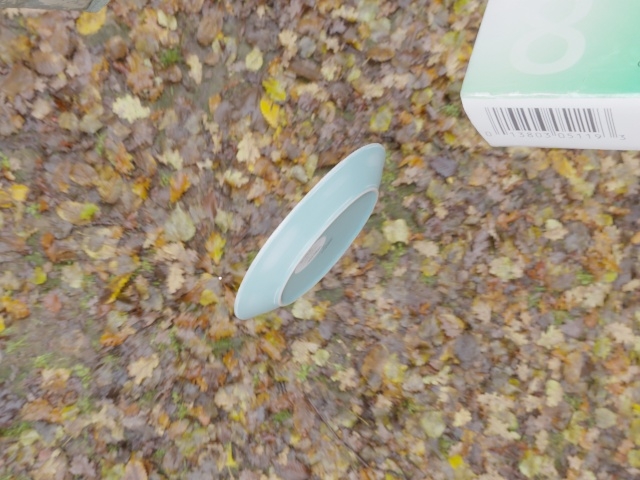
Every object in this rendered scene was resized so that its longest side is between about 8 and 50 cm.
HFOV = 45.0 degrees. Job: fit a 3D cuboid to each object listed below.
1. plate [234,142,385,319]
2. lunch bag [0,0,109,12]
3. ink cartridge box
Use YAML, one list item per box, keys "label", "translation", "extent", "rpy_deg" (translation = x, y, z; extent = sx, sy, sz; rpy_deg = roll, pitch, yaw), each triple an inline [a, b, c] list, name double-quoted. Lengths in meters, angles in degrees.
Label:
- label: "plate"
  translation: [0.000, 0.000, 0.649]
  extent: [0.024, 0.188, 0.188]
  rpy_deg: [40, 83, 12]
- label: "lunch bag"
  translation: [-0.226, -0.318, 0.639]
  extent: [0.235, 0.287, 0.168]
  rpy_deg: [-20, 87, -53]
- label: "ink cartridge box"
  translation: [0.189, -0.150, 0.398]
  extent: [0.181, 0.056, 0.224]
  rpy_deg: [6, 67, 32]
